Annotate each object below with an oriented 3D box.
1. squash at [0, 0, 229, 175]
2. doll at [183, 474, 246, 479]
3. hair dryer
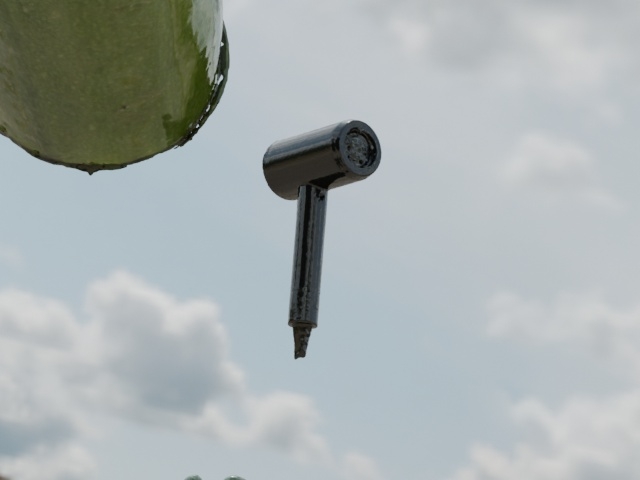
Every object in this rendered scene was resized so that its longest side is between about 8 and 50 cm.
[{"bbox_3d":[-0.217,-0.263,1.763,0.263,0.263,0.384,10,-28,6],"label":"squash"},{"bbox_3d":[-0.073,0.238,1.706,0.083,0.050,0.076,19,11,39],"label":"doll"},{"bbox_3d":[0.000,0.000,2.053,0.070,0.255,0.128,16,-22,-38],"label":"hair dryer"}]
